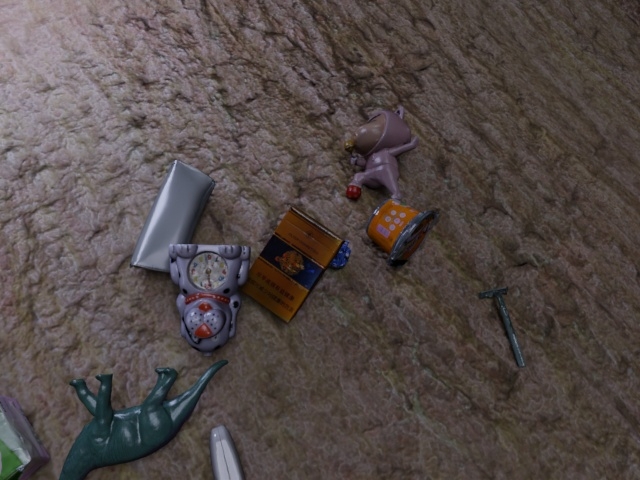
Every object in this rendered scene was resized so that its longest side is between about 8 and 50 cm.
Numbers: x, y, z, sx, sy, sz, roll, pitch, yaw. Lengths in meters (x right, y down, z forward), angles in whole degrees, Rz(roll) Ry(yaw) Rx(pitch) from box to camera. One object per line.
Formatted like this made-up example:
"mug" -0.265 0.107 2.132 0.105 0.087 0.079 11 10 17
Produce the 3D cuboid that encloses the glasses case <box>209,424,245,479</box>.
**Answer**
"glasses case" -0.178 0.492 0.874 0.059 0.092 0.234 -13 69 -18

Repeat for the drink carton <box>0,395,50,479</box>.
"drink carton" -0.674 0.434 0.798 0.271 0.108 0.161 -36 76 -23

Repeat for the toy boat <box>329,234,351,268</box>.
"toy boat" 0.000 0.000 1.129 0.174 0.110 0.091 24 60 3

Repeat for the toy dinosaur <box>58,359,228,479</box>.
"toy dinosaur" -0.370 0.431 0.878 0.383 0.129 0.331 -3 77 -13

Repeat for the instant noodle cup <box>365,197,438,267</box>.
"instant noodle cup" 0.202 -0.033 1.161 0.125 0.178 0.208 37 45 25

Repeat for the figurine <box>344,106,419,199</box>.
"figurine" 0.166 -0.250 1.251 0.186 0.176 0.288 19 76 -29

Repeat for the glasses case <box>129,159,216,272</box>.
"glasses case" -0.365 -0.050 1.100 0.128 0.083 0.308 18 63 -9

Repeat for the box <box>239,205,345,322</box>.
"box" -0.067 0.056 1.054 0.152 0.070 0.237 34 93 7

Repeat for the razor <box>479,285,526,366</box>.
"razor" 0.497 0.228 1.157 0.084 0.036 0.211 -9 67 -12

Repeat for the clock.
"clock" -0.252 0.132 0.982 0.188 0.189 0.254 3 82 -9
